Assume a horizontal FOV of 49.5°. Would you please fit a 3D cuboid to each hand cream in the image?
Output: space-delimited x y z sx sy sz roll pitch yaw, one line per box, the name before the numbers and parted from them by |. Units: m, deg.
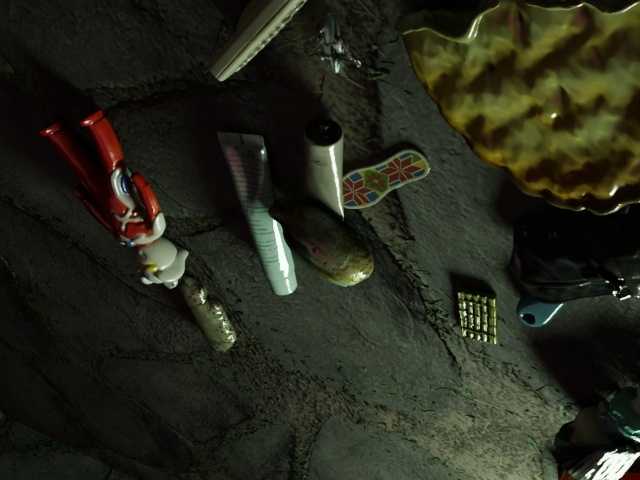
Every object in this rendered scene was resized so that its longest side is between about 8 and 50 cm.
hand cream | -0.097 -0.036 1.156 0.085 0.058 0.331 13 139 28
hand cream | 0.003 -0.106 1.015 0.087 0.054 0.186 34 151 21

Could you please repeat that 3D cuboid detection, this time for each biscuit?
biscuit | 0.217 -0.178 0.705 0.335 0.078 0.329 37 154 23

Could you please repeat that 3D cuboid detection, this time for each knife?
knife | 0.348 0.047 0.950 0.058 0.032 0.244 41 139 8

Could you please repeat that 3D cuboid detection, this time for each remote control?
remote control | -0.059 -0.277 0.834 0.049 0.090 0.230 45 140 -13

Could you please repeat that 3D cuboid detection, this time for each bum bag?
bum bag | 0.363 0.016 0.853 0.310 0.074 0.137 -10 111 46

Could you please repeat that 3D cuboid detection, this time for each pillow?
pillow | -0.231 0.167 1.489 0.093 0.051 0.241 13 138 33

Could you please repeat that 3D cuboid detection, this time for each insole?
insole | 0.083 -0.087 1.010 0.065 0.006 0.193 47 142 -18

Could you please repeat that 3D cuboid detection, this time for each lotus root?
lotus root | 0.000 0.000 1.094 0.192 0.088 0.113 40 172 -7

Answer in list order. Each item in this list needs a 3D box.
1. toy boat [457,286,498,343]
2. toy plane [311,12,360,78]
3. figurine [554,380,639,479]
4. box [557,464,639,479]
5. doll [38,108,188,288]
toy boat | 0.251 0.120 1.107 0.063 0.016 0.115 11 137 27
toy plane | 0.015 -0.243 0.867 0.079 0.031 0.083 25 147 34
figurine | 0.470 0.297 1.074 0.138 0.110 0.245 18 137 -9
box | 0.550 0.465 1.242 0.229 0.050 0.123 -8 125 42
doll | -0.372 -0.063 1.311 0.188 0.099 0.383 -5 126 40
